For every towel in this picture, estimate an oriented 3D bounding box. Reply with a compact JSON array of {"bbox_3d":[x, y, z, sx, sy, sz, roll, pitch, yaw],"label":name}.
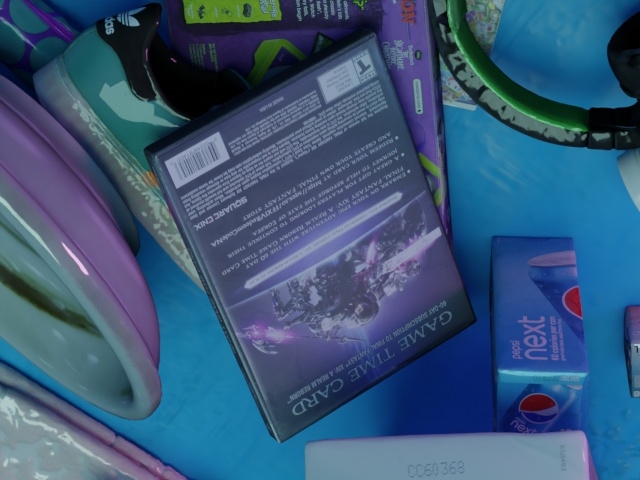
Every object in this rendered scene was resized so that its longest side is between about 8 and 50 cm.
[{"bbox_3d":[-0.324,0.268,1.649,0.317,0.053,0.332,34,118,-14],"label":"towel"}]

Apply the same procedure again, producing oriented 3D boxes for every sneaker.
[{"bbox_3d":[-0.078,-0.052,1.353,0.121,0.108,0.302,-35,116,16],"label":"sneaker"}]

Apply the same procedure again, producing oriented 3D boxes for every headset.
[{"bbox_3d":[0.271,-0.179,1.248,0.394,0.185,0.243,-4,115,11],"label":"headset"}]

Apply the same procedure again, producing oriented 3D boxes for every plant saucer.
[{"bbox_3d":[-0.247,-0.033,1.347,0.100,0.400,0.400,-47,112,-18],"label":"plant saucer"}]

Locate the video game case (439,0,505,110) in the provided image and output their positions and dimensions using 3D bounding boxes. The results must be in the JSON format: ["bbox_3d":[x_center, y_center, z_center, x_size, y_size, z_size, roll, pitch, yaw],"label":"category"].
[{"bbox_3d":[0.094,-0.166,1.380,0.087,0.011,0.122,12,121,-2],"label":"video game case"}]

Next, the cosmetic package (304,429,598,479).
[{"bbox_3d":[0.123,0.258,1.418,0.217,0.156,0.385,-4,163,12],"label":"cosmetic package"}]

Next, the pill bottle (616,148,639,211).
[{"bbox_3d":[0.314,-0.071,1.371,0.152,0.086,0.086,-28,114,19],"label":"pill bottle"}]

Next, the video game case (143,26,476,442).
[{"bbox_3d":[0.000,0.000,1.350,0.196,0.026,0.274,-30,121,-15],"label":"video game case"}]

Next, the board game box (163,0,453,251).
[{"bbox_3d":[-0.009,-0.123,1.387,0.208,0.056,0.347,2,121,14],"label":"board game box"}]

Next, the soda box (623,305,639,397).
[{"bbox_3d":[0.349,0.090,1.475,0.183,0.063,0.058,-3,120,7],"label":"soda box"}]

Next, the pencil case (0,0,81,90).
[{"bbox_3d":[-0.230,-0.166,1.380,0.151,0.064,0.070,40,129,-17],"label":"pencil case"}]

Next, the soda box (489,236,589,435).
[{"bbox_3d":[0.172,0.074,1.397,0.071,0.210,0.067,1,119,4],"label":"soda box"}]
